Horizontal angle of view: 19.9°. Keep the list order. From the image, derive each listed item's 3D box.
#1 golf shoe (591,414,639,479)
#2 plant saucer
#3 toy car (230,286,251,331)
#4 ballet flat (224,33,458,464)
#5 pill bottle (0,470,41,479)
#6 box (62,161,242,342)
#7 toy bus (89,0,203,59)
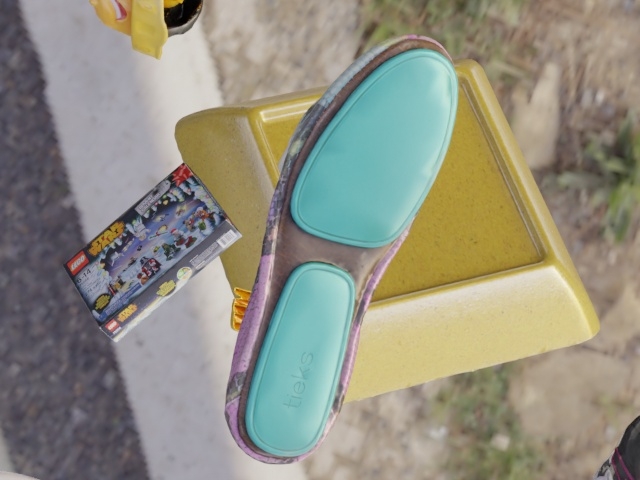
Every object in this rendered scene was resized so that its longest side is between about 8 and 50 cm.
[{"bbox_3d":[0.243,0.213,1.158,0.105,0.273,0.120,32,122,-23],"label":"golf shoe"},{"bbox_3d":[0.067,-0.031,1.716,0.333,0.332,0.081,-13,153,-17],"label":"plant saucer"},{"bbox_3d":[-0.029,0.065,1.291,0.122,0.040,0.060,16,170,-36],"label":"toy car"},{"bbox_3d":[0.000,0.000,0.896,0.077,0.079,0.221,16,98,-22],"label":"ballet flat"},{"bbox_3d":[-0.242,0.263,0.861,0.363,0.210,0.210,-31,110,35],"label":"pill bottle"},{"bbox_3d":[-0.140,0.008,1.504,0.137,0.094,0.027,-41,133,1],"label":"box"},{"bbox_3d":[-0.178,-0.286,1.494,0.211,0.220,0.149,17,158,-2],"label":"toy bus"}]
